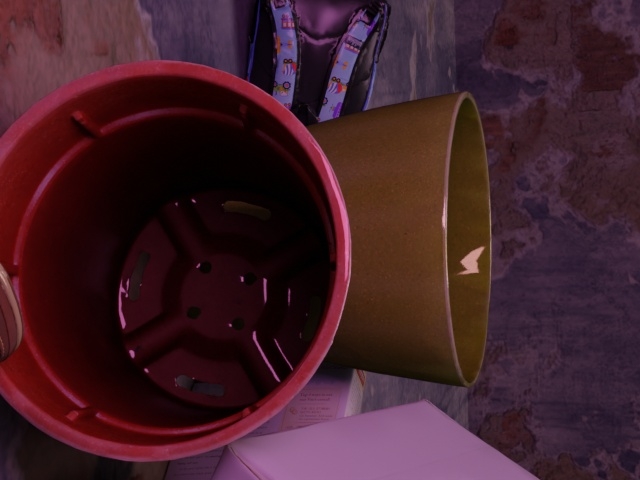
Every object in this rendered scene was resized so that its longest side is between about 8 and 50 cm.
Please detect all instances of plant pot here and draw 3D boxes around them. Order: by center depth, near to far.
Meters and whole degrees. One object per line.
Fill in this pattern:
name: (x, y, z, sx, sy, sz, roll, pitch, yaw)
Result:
plant pot: (-0.099, 0.031, 1.013, 0.265, 0.272, 0.272, 53, 38, -79)
plant pot: (0.000, 0.000, 1.265, 0.275, 0.293, 0.275, 0, 90, -74)

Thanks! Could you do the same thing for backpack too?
backpack: (-0.008, -0.211, 1.532, 0.117, 0.158, 0.173, -106, -154, -78)

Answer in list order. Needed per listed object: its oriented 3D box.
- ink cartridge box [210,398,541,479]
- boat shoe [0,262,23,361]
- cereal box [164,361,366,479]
ink cartridge box: (-0.008, 0.332, 1.029, 0.279, 0.160, 0.385, -2, 122, -55)
boat shoe: (-0.244, 0.018, 0.815, 0.060, 0.064, 0.178, -68, 147, -44)
cereal box: (-0.058, 0.211, 1.271, 0.240, 0.173, 0.047, -75, 154, -44)
